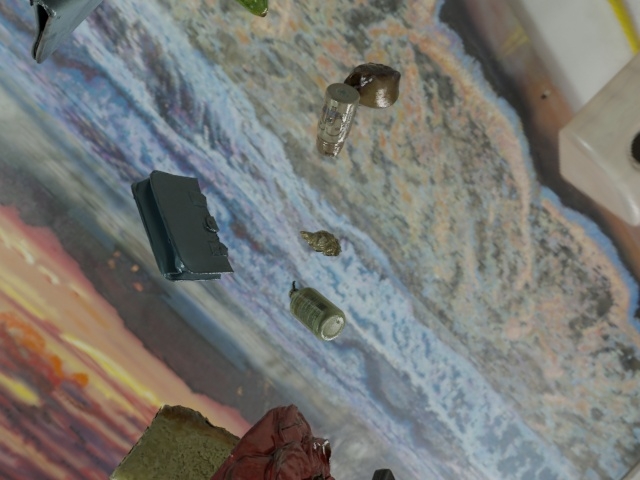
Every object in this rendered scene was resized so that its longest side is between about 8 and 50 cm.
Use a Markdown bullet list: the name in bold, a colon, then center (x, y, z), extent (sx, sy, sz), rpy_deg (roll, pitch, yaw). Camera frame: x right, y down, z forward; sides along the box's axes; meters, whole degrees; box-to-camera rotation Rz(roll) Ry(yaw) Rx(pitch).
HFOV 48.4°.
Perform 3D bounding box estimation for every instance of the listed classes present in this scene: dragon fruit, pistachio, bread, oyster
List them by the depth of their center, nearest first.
- **dragon fruit**: center (-0.037, 0.401, 1.280), extent (0.205, 0.152, 0.317), rpy_deg (35, -173, 12)
- **bread**: center (-0.299, 0.561, 1.593), extent (0.315, 0.279, 0.248), rpy_deg (34, -145, 2)
- **oyster**: center (0.000, 0.000, 1.980), extent (0.146, 0.045, 0.121), rpy_deg (26, -162, -12)
- **pistachio**: center (0.150, -0.454, 2.066), extent (0.210, 0.165, 0.130), rpy_deg (7, -128, -53)

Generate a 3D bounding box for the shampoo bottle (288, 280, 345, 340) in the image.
- **shampoo bottle**: center (-0.019, 0.151, 1.564), extent (0.162, 0.079, 0.079), rpy_deg (35, 169, 47)

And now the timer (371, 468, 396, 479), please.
- **timer**: center (0.149, 0.585, 1.474), extent (0.187, 0.055, 0.144), rpy_deg (65, -152, -19)

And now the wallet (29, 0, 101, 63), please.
- **wallet**: center (-0.362, -0.403, 1.121), extent (0.054, 0.251, 0.290), rpy_deg (45, 160, -20)

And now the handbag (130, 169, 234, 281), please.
- **handbag**: center (-0.271, -0.028, 1.441), extent (0.179, 0.062, 0.229), rpy_deg (2, -119, -57)

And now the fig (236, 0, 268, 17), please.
- **fig**: center (-0.181, -0.619, 1.541), extent (0.167, 0.167, 0.233), rpy_deg (43, 169, 35)

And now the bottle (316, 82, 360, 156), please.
- **bottle**: center (0.040, -0.334, 1.999), extent (0.209, 0.097, 0.110), rpy_deg (108, 167, -45)
